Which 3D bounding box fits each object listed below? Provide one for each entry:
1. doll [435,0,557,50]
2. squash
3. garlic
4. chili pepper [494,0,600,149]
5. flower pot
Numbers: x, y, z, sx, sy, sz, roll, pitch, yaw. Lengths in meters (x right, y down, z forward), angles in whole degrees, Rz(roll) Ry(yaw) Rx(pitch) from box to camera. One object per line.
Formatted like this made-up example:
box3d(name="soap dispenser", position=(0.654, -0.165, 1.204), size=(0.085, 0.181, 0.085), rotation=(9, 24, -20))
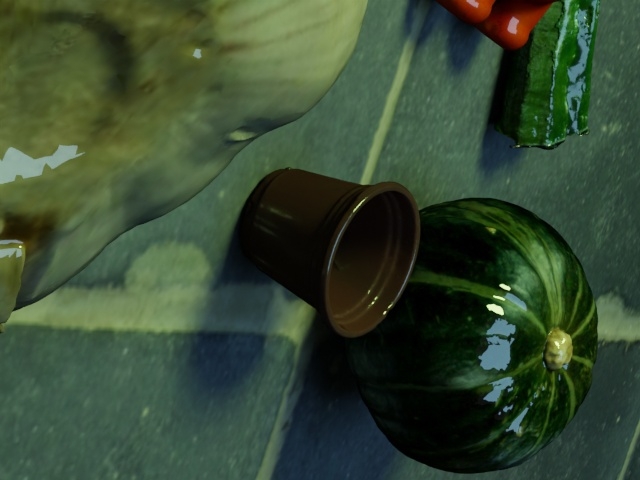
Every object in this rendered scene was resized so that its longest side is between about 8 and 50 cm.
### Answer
box3d(name="doll", position=(0.203, -0.294, 1.242), size=(0.336, 0.105, 0.200), rotation=(-54, 151, 10))
box3d(name="squash", position=(0.111, 0.070, 1.297), size=(0.218, 0.172, 0.218), rotation=(-27, 129, -41))
box3d(name="garlic", position=(-0.130, -0.124, 0.711), size=(0.322, 0.241, 0.322), rotation=(-39, 155, -22))
box3d(name="chili pepper", position=(0.184, -0.188, 1.368), size=(0.088, 0.059, 0.226), rotation=(-20, 123, -38))
box3d(name="flower pot", position=(0.000, 0.000, 1.153), size=(0.111, 0.089, 0.111), rotation=(-35, 136, -43))
